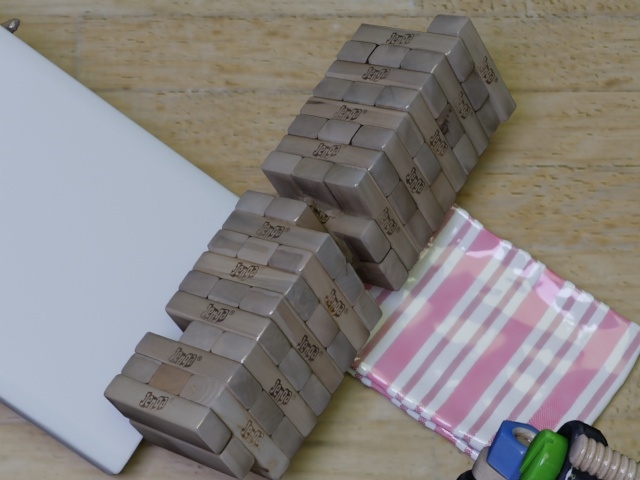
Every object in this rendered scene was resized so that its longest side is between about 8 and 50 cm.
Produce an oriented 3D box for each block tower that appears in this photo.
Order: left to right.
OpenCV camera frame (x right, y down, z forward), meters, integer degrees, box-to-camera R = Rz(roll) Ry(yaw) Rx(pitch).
[{"bbox_3d":[0.000,0.000,1.035,0.097,0.091,0.335,15,61,41],"label":"block tower"}]

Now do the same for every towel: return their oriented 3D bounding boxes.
[{"bbox_3d":[0.107,0.064,1.069,0.197,0.029,0.144,34,71,11],"label":"towel"}]

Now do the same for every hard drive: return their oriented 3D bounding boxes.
[{"bbox_3d":[-0.206,-0.017,1.026,0.307,0.040,0.203,36,69,-11],"label":"hard drive"}]

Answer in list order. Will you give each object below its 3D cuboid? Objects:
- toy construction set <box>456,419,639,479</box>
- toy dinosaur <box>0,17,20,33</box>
[{"bbox_3d":[0.164,0.277,0.903,0.237,0.257,0.309,26,89,-5],"label":"toy construction set"},{"bbox_3d":[-0.356,-0.089,1.070,0.295,0.127,0.200,-1,75,-16],"label":"toy dinosaur"}]
